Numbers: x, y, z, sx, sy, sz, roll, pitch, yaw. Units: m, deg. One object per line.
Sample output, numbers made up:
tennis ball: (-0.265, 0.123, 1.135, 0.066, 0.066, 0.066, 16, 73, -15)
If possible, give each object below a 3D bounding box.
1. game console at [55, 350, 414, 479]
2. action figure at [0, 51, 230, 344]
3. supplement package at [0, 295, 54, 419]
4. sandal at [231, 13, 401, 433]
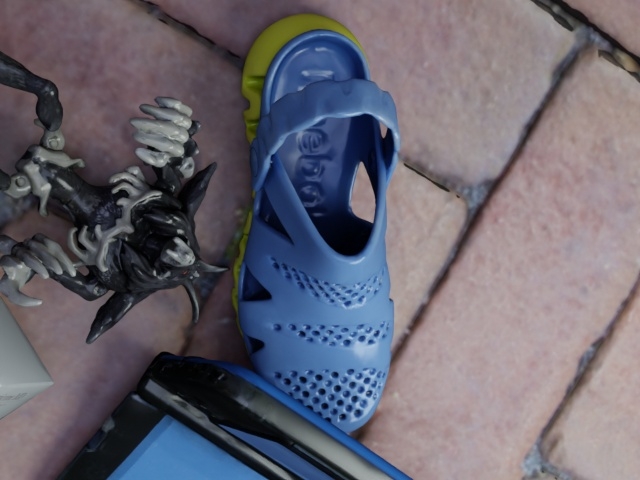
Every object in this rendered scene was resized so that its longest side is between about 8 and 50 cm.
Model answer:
game console: (-0.035, 0.229, 0.611, 0.293, 0.250, 0.173, 37, 71, -18)
action figure: (-0.160, -0.031, 0.547, 0.275, 0.141, 0.164, 38, 80, -24)
supplement package: (-0.293, 0.103, 0.551, 0.179, 0.105, 0.105, -34, 81, -4)
sandal: (0.000, 0.000, 0.600, 0.126, 0.138, 0.318, -9, 105, -12)
